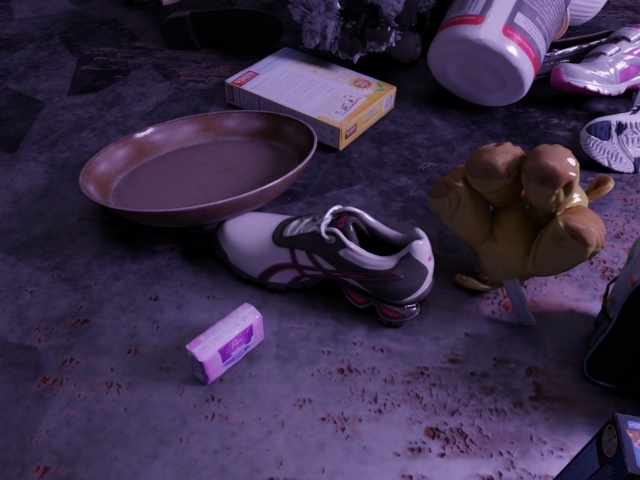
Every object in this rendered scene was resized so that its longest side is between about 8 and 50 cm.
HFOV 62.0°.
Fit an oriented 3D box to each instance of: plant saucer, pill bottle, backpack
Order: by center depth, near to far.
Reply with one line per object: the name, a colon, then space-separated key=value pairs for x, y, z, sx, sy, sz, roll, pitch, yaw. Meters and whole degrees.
backpack: x=0.361 y=0.067 z=0.504 sx=0.166 sy=0.188 sz=0.144 roll=20 pitch=56 yaw=24
plant saucer: x=-0.156 y=-0.100 z=0.717 sx=0.311 sy=0.050 sz=0.310 roll=-6 pitch=33 yaw=4
pill bottle: x=0.322 y=-0.403 z=0.894 sx=0.176 sy=0.176 sz=0.318 roll=24 pitch=79 yaw=20

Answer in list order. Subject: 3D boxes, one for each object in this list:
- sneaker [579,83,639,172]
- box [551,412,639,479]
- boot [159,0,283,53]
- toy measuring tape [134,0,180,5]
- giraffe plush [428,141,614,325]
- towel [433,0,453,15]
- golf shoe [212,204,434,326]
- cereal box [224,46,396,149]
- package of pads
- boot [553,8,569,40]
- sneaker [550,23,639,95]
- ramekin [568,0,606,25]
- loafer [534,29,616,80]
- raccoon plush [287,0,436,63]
sneaker: x=0.497 y=-0.189 z=0.837 sx=0.235 sy=0.094 sz=0.153 roll=-6 pitch=42 yaw=-3
box: x=0.313 y=0.205 z=0.402 sx=0.233 sy=0.159 sz=0.044 roll=9 pitch=46 yaw=6
boot: x=-0.193 y=-0.481 z=1.094 sx=0.263 sy=0.091 sz=0.229 roll=3 pitch=47 yaw=4
toy measuring tape: x=-0.364 y=-0.542 z=1.137 sx=0.121 sy=0.121 sz=0.330 roll=-21 pitch=54 yaw=-21
giraffe plush: x=0.253 y=-0.035 z=0.623 sx=0.181 sy=0.210 sz=0.170 roll=9 pitch=35 yaw=42
towel: x=0.210 y=-0.567 z=1.068 sx=0.056 sy=0.324 sz=0.312 roll=-44 pitch=51 yaw=13
golf shoe: x=0.000 y=0.000 z=0.619 sx=0.273 sy=0.120 sz=0.105 roll=14 pitch=49 yaw=13
cereal box: x=-0.017 y=-0.249 z=0.905 sx=0.240 sy=0.047 sz=0.173 roll=28 pitch=50 yaw=24
package of pads: x=-0.099 y=0.107 z=0.558 sx=0.032 sy=0.050 sz=0.083 roll=35 pitch=55 yaw=28
boot: x=0.386 y=-0.502 z=1.114 sx=0.283 sy=0.109 sz=0.220 roll=38 pitch=16 yaw=9
sneaker: x=0.510 y=-0.312 z=0.921 sx=0.252 sy=0.111 sz=0.103 roll=-10 pitch=20 yaw=-16
ramekin: x=0.531 y=-0.553 z=1.115 sx=0.109 sy=0.207 sz=0.207 roll=11 pitch=46 yaw=-4
loafer: x=0.418 y=-0.353 z=0.994 sx=0.268 sy=0.084 sz=0.096 roll=-2 pitch=46 yaw=-4
raccoon plush: x=0.081 y=-0.516 z=0.921 sx=0.216 sy=0.446 sz=0.299 roll=0 pitch=31 yaw=26
